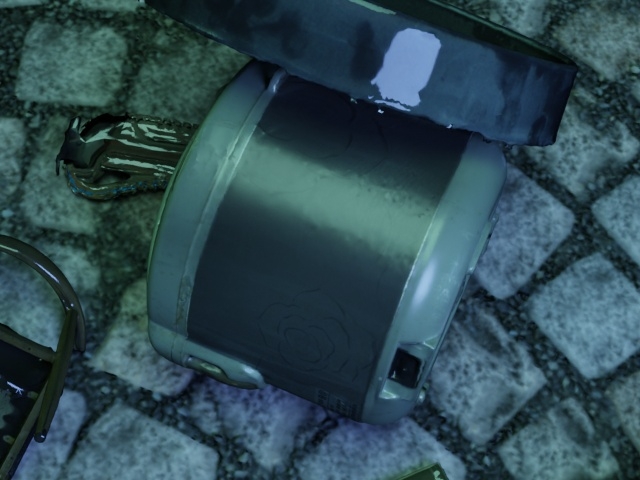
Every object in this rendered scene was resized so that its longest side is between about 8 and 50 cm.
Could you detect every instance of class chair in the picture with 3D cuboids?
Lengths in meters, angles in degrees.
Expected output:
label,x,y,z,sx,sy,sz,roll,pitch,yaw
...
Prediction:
label,x,y,z,sx,sy,sz,roll,pitch,yaw
chair,-0.306,0.118,1.049,0.188,0.166,0.272,28,21,-12

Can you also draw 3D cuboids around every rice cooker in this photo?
label,x,y,z,sx,sy,sz,roll,pitch,yaw
rice cooker,-0.002,-0.001,1.093,0.277,0.288,0.288,20,62,8

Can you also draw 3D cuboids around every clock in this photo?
label,x,y,z,sx,sy,sz,roll,pitch,yaw
clock,0.035,-0.184,1.089,0.386,0.386,0.076,23,105,8

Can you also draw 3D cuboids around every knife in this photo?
label,x,y,z,sx,sy,sz,roll,pitch,yaw
knife,-0.075,-0.066,1.255,0.365,0.043,0.089,8,94,-3

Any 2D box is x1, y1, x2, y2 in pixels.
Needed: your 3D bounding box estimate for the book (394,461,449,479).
label,x,y,z,sx,sy,sz,roll,pitch,yaw
book,0.076,0.345,1.047,0.201,0.026,0.289,-20,65,-18
